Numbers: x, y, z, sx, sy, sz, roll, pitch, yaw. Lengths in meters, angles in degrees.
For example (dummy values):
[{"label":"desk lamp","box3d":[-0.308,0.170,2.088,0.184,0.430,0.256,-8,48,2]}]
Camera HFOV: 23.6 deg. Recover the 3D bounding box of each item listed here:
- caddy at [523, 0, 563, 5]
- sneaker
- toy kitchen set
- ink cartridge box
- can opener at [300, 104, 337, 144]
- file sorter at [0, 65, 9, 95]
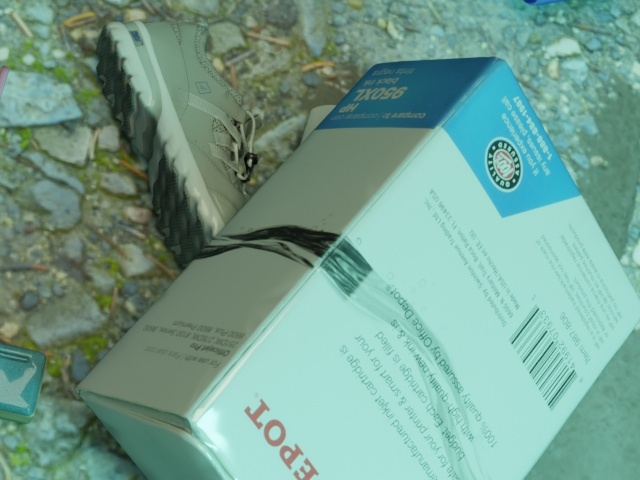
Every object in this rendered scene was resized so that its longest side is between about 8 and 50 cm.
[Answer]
[{"label":"caddy","box3d":[0.253,-0.390,1.462,0.179,0.241,0.341,-17,80,-18]},{"label":"sneaker","box3d":[-0.091,-0.077,1.314,0.115,0.105,0.281,-18,77,-24]},{"label":"toy kitchen set","box3d":[-0.278,0.159,1.144,0.122,0.166,0.207,14,69,-13]},{"label":"ink cartridge box","box3d":[0.045,0.086,1.219,0.395,0.166,0.285,-48,121,-25]},{"label":"can opener","box3d":[0.000,0.000,1.328,0.076,0.095,0.283,20,68,-11]},{"label":"file sorter","box3d":[-0.397,-0.067,1.134,0.291,0.182,0.202,18,43,-12]}]
